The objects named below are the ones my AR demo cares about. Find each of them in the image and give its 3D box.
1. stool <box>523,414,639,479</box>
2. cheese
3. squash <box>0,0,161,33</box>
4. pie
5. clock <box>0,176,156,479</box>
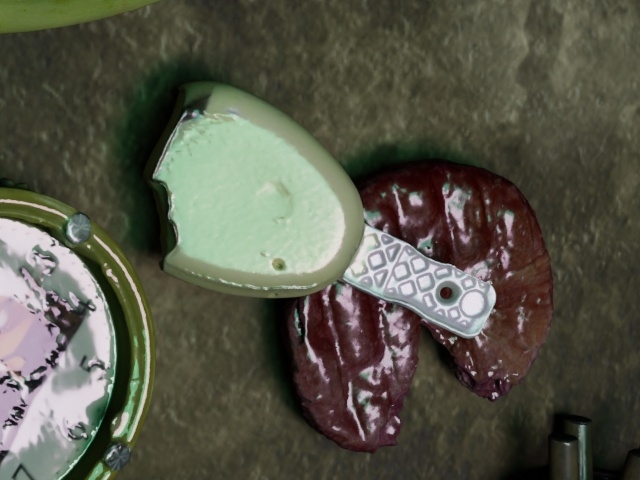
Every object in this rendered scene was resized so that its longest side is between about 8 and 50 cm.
[{"bbox_3d":[0.229,0.201,1.431,0.217,0.125,0.121,1,100,-42],"label":"stool"},{"bbox_3d":[0.000,0.000,1.230,0.255,0.050,0.127,27,90,-16],"label":"cheese"},{"bbox_3d":[-0.116,-0.182,1.139,0.250,0.083,0.083,-22,113,-23],"label":"squash"},{"bbox_3d":[0.068,0.043,1.327,0.219,0.054,0.204,-7,106,-29],"label":"pie"},{"bbox_3d":[-0.212,0.080,1.155,0.237,0.057,0.237,-8,105,-32],"label":"clock"}]
